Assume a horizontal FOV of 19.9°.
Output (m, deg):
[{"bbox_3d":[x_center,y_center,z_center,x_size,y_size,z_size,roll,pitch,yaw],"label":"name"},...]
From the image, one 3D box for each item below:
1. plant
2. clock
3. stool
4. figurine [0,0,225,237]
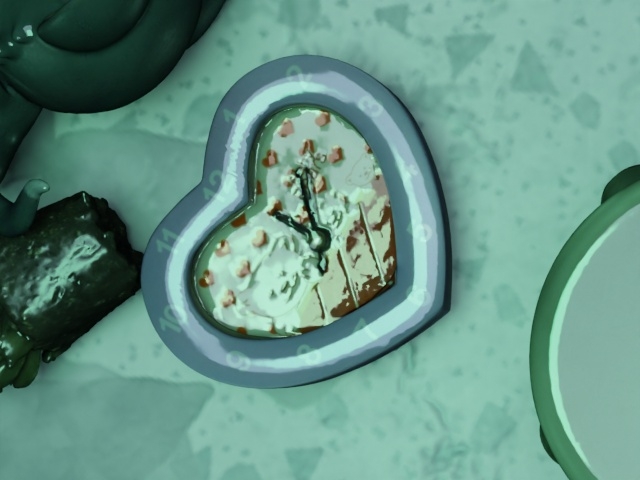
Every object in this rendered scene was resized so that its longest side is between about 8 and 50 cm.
[{"bbox_3d":[-0.177,0.031,1.083,0.143,0.092,0.094,-35,86,5],"label":"plant"},{"bbox_3d":[0.000,0.000,1.061,0.172,0.064,0.198,27,94,10],"label":"clock"},{"bbox_3d":[0.216,0.061,0.953,0.195,0.199,0.195,15,91,13],"label":"stool"},{"bbox_3d":[-0.171,-0.095,1.029,0.140,0.193,0.265,30,90,15],"label":"figurine"}]
